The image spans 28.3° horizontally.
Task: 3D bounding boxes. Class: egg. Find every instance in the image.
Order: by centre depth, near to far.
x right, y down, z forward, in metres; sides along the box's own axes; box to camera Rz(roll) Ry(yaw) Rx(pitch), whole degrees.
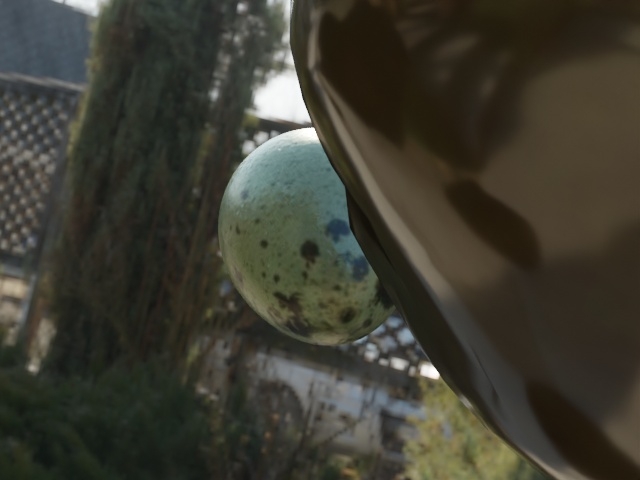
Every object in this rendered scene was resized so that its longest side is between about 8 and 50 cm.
[{"bbox_3d":[0.000,0.000,1.116,0.177,0.177,0.228,14,29,-19],"label":"egg"}]

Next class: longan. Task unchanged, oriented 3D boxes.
[{"bbox_3d":[0.177,-0.051,0.487,0.405,0.336,0.404,0,-18,0],"label":"longan"}]
